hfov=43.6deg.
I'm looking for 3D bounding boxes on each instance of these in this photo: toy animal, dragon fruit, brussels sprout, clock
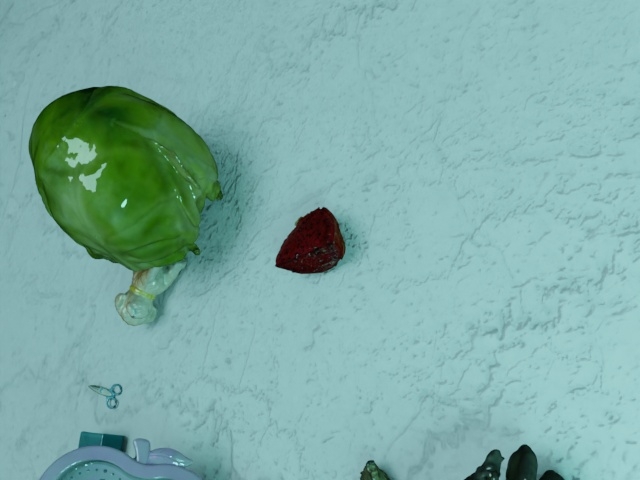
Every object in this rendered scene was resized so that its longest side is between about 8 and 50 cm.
[{"bbox_3d":[0.079,0.456,1.238,0.086,0.069,0.219,-12,60,64],"label":"toy animal"},{"bbox_3d":[0.000,0.000,1.475,0.162,0.083,0.106,-28,44,44],"label":"dragon fruit"},{"bbox_3d":[-0.417,-0.152,1.664,0.342,0.361,0.425,-39,36,-14],"label":"brussels sprout"},{"bbox_3d":[-0.359,0.523,1.440,0.102,0.339,0.338,116,154,-65],"label":"clock"},{"bbox_3d":[-0.409,0.090,1.810,0.184,0.104,0.185,31,102,43],"label":"toy animal"}]

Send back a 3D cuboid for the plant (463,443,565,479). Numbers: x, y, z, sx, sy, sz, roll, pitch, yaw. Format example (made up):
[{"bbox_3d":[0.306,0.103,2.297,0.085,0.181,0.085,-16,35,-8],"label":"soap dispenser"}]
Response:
[{"bbox_3d":[0.222,0.415,1.017,0.276,0.188,0.199,-38,29,4],"label":"plant"}]

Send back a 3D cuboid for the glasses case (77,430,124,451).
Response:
[{"bbox_3d":[-0.495,0.572,1.738,0.117,0.070,0.300,-10,70,47],"label":"glasses case"}]

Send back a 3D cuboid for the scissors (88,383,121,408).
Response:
[{"bbox_3d":[-0.502,0.351,1.858,0.119,0.014,0.058,10,78,42],"label":"scissors"}]
